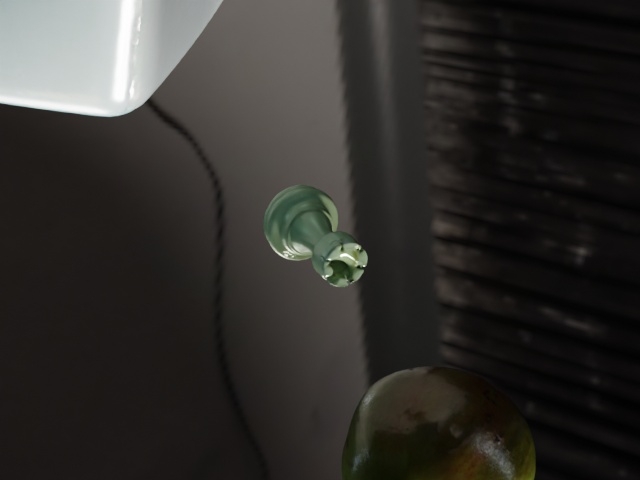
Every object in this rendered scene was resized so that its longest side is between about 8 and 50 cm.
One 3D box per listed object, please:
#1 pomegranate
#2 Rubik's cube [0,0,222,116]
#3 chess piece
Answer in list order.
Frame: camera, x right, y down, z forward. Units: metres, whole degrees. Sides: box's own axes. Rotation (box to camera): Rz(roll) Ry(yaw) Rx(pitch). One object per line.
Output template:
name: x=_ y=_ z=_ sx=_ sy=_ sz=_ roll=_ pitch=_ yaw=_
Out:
pomegranate: x=0.095 y=0.222 z=1.721 sx=0.224 sy=0.181 sz=0.181 roll=-61 pitch=139 yaw=-44
Rubik's cube: x=-0.212 y=-0.320 z=1.223 sx=0.352 sy=0.351 sz=0.347 roll=-69 pitch=169 yaw=-50
chess piece: x=0.000 y=0.000 z=1.615 sx=0.067 sy=0.103 sz=0.067 roll=-12 pitch=118 yaw=-23
